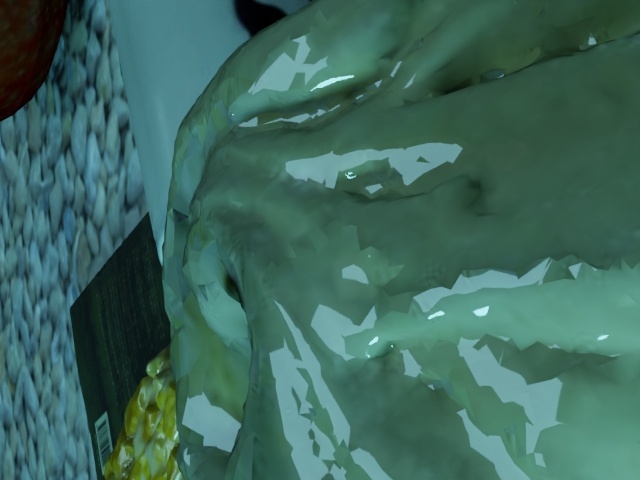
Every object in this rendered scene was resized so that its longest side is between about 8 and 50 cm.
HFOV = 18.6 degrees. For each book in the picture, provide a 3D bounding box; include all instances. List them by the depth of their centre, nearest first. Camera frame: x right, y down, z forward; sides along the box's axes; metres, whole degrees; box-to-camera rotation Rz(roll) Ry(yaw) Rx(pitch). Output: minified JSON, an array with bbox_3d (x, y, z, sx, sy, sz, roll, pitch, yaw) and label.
[{"bbox_3d":[-0.111,0.078,1.258,0.228,0.024,0.160,137,128,-58],"label":"book"}]

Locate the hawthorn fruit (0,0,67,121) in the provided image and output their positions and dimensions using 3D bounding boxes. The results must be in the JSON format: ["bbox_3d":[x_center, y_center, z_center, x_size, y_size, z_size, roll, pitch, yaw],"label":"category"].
[{"bbox_3d":[-0.290,-0.171,1.439,0.215,0.215,0.250,-114,35,-41],"label":"hawthorn fruit"}]

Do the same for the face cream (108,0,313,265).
[{"bbox_3d":[-0.043,-0.163,0.956,0.145,0.145,0.370,127,135,-53],"label":"face cream"}]

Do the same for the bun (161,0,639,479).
[{"bbox_3d":[0.055,0.049,0.638,0.359,0.211,0.360,171,90,-67],"label":"bun"}]

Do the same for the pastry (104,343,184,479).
[{"bbox_3d":[-0.062,0.151,1.056,0.250,0.102,0.154,113,144,-45],"label":"pastry"}]

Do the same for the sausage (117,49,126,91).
[{"bbox_3d":[-0.129,-0.203,1.280,0.033,0.032,0.269,133,131,-57],"label":"sausage"}]
